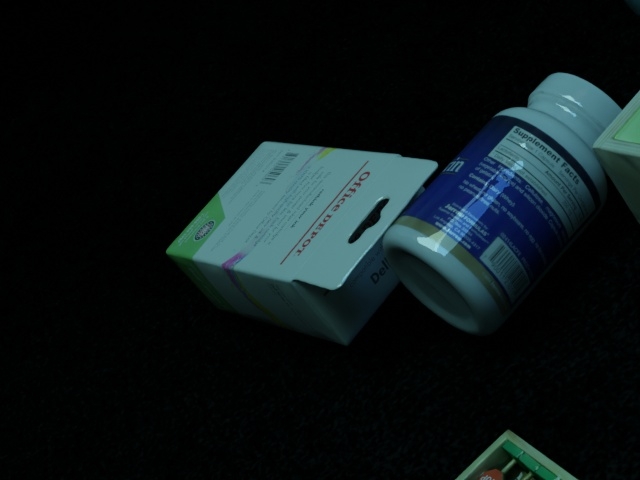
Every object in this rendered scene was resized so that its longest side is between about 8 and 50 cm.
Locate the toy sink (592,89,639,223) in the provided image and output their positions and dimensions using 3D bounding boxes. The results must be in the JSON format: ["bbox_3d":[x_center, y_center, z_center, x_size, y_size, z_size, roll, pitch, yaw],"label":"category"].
[{"bbox_3d":[0.402,-0.085,1.305,0.153,0.131,0.234,-47,32,-13],"label":"toy sink"}]

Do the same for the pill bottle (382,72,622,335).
[{"bbox_3d":[0.202,-0.042,1.441,0.265,0.153,0.153,-46,31,-15],"label":"pill bottle"}]

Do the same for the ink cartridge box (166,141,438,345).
[{"bbox_3d":[0.000,0.000,1.632,0.207,0.119,0.353,-50,31,-19],"label":"ink cartridge box"}]

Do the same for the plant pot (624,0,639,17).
[{"bbox_3d":[0.474,-0.266,1.379,0.290,0.290,0.195,-35,65,6],"label":"plant pot"}]

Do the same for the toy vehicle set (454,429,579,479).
[{"bbox_3d":[0.178,0.276,1.151,0.166,0.035,0.267,-43,31,-9],"label":"toy vehicle set"}]
